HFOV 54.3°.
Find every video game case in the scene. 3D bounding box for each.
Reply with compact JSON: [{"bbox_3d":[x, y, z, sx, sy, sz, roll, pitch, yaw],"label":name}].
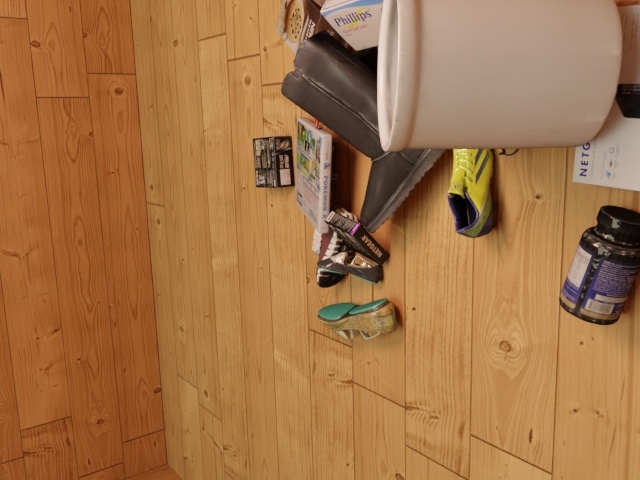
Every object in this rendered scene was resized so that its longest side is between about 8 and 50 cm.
[{"bbox_3d":[-0.026,-0.215,1.974,0.329,0.036,0.300,-126,36,-65],"label":"video game case"}]

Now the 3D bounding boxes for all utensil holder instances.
[{"bbox_3d":[0.316,-0.335,1.196,0.327,0.385,0.328,179,90,-89],"label":"utensil holder"}]

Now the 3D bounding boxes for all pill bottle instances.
[{"bbox_3d":[0.568,0.048,1.243,0.122,0.122,0.219,37,126,44],"label":"pill bottle"}]

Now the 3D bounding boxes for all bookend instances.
[{"bbox_3d":[0.134,-0.447,1.756,0.072,0.156,0.157,17,67,51],"label":"bookend"}]

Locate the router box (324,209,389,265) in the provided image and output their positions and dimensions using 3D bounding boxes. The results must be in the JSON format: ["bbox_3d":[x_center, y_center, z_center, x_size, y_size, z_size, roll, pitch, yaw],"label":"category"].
[{"bbox_3d":[0.108,-0.007,1.835,0.046,0.179,0.133,-53,43,-7],"label":"router box"}]

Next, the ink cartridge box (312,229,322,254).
[{"bbox_3d":[0.000,0.000,2.098,0.048,0.028,0.083,35,125,45],"label":"ink cartridge box"}]

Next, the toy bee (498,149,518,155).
[{"bbox_3d":[0.297,-0.301,1.418,0.298,0.162,0.195,36,131,57],"label":"toy bee"}]

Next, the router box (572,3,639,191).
[{"bbox_3d":[0.627,-0.252,1.125,0.301,0.082,0.336,17,112,51],"label":"router box"}]

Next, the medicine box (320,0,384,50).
[{"bbox_3d":[0.183,-0.625,1.481,0.263,0.149,0.289,8,67,53],"label":"medicine box"}]

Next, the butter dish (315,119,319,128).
[{"bbox_3d":[0.052,-0.418,1.866,0.160,0.118,0.160,-77,0,-60],"label":"butter dish"}]

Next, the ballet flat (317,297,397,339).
[{"bbox_3d":[0.111,0.253,1.941,0.348,0.123,0.123,-16,85,54],"label":"ballet flat"}]

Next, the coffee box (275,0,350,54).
[{"bbox_3d":[-0.019,-0.639,1.854,0.297,0.118,0.168,59,141,45],"label":"coffee box"}]

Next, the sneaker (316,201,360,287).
[{"bbox_3d":[0.035,0.004,2.010,0.162,0.106,0.282,55,133,46],"label":"sneaker"}]

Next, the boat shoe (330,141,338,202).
[{"bbox_3d":[0.028,-0.213,1.974,0.075,0.064,0.206,-177,82,-77],"label":"boat shoe"}]

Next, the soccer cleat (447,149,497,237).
[{"bbox_3d":[0.351,-0.150,1.493,0.093,0.121,0.289,-14,81,56],"label":"soccer cleat"}]

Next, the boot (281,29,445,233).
[{"bbox_3d":[0.071,-0.278,1.661,0.445,0.146,0.367,37,123,0],"label":"boot"}]

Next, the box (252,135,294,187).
[{"bbox_3d":[-0.168,-0.278,2.224,0.147,0.077,0.180,6,102,53],"label":"box"}]

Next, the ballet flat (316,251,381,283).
[{"bbox_3d":[0.091,0.073,1.897,0.203,0.074,0.074,15,115,12],"label":"ballet flat"}]
